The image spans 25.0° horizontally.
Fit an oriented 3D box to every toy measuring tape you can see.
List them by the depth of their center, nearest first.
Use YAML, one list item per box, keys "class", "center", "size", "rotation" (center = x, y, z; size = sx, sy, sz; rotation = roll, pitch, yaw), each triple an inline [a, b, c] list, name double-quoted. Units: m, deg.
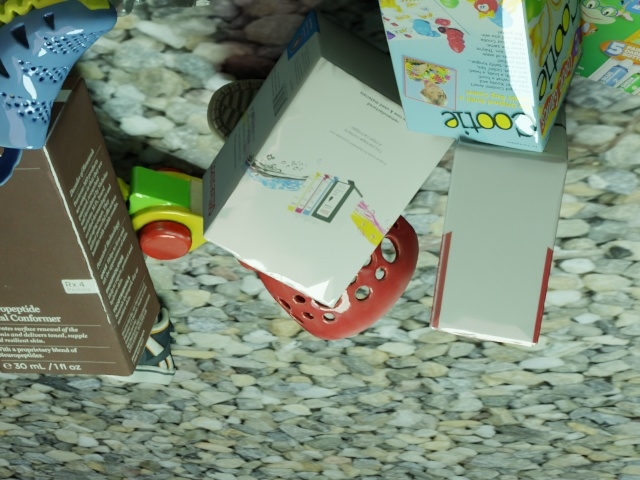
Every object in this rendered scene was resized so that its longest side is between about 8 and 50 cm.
- class: "toy measuring tape"
  center: [-0.148, -0.018, 1.897]
  size: [0.330, 0.121, 0.121]
  rotation: [16, 152, -28]

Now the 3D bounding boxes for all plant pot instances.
- class: "plant pot"
  center: [0.000, 0.000, 1.798]
  size: [0.191, 0.191, 0.174]
  rotation: [-16, 131, 39]

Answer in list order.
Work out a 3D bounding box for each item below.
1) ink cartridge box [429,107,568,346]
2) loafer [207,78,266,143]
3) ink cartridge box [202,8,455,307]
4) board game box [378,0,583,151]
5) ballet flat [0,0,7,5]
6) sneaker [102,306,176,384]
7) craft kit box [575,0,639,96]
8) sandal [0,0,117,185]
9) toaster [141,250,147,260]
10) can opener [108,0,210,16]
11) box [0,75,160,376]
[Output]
- class: "ink cartridge box"
  center: [0.192, -0.030, 1.532]
  size: [0.114, 0.273, 0.197]
  rotation: [9, 106, 7]
- class: "loafer"
  center: [-0.003, -0.112, 1.680]
  size: [0.268, 0.102, 0.092]
  rotation: [16, 167, -2]
- class: "ink cartridge box"
  center: [0.002, -0.087, 1.531]
  size: [0.168, 0.171, 0.233]
  rotation: [29, 111, -16]
- class: "board game box"
  center: [0.146, -0.234, 1.321]
  size: [0.144, 0.142, 0.275]
  rotation: [12, 144, 23]
- class: "ballet flat"
  center: [-0.442, -0.256, 1.495]
  size: [0.400, 0.139, 0.139]
  rotation: [5, 150, 15]
- class: "sneaker"
  center: [-0.282, 0.151, 2.232]
  size: [0.126, 0.127, 0.321]
  rotation: [15, 175, 4]
- class: "craft kit box"
  center: [0.362, -0.225, 1.408]
  size: [0.250, 0.061, 0.246]
  rotation: [17, 147, -10]
- class: "sandal"
  center: [-0.311, -0.153, 1.489]
  size: [0.317, 0.138, 0.126]
  rotation: [-31, 168, 40]
- class: "toaster"
  center: [-0.344, -0.018, 1.942]
  size: [0.227, 0.129, 0.146]
  rotation: [30, 142, -22]
- class: "can opener"
  center: [-0.216, -0.279, 1.517]
  size: [0.280, 0.074, 0.093]
  rotation: [-3, 113, 20]
- class: "box"
  center: [-0.340, -0.009, 1.756]
  size: [0.191, 0.143, 0.381]
  rotation: [0, 130, 16]
